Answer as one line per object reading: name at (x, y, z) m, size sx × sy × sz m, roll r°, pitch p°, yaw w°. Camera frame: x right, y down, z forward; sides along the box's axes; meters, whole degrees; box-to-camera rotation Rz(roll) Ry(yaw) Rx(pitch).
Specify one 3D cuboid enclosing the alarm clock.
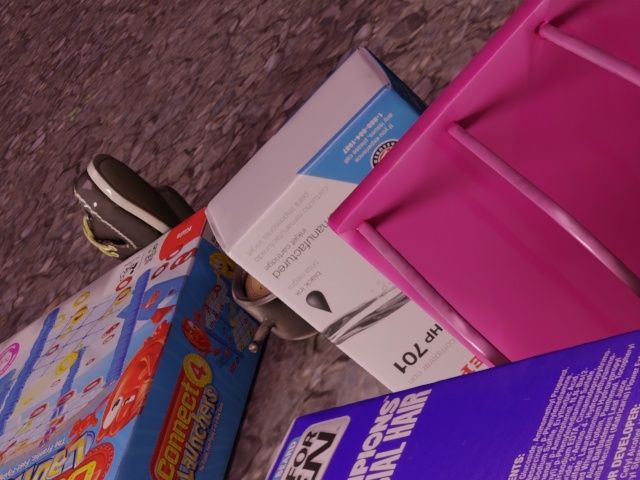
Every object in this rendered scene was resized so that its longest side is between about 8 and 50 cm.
alarm clock at (0.000, 0.000, 1.374) m, size 0.129 × 0.064 × 0.192 m, roll -37°, pitch 28°, yaw 27°

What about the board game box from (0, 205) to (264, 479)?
board game box at (-0.187, 0.160, 1.432) m, size 0.308 × 0.086 × 0.302 m, roll -32°, pitch 28°, yaw 35°

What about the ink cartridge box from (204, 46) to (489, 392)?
ink cartridge box at (0.049, 0.001, 1.120) m, size 0.139 × 0.190 × 0.082 m, roll -46°, pitch 24°, yaw 8°

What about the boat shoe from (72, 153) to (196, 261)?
boat shoe at (-0.155, -0.012, 1.537) m, size 0.068 × 0.081 × 0.228 m, roll -40°, pitch -17°, yaw 6°

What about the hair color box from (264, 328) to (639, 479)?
hair color box at (0.134, 0.136, 0.763) m, size 0.338 × 0.185 × 0.110 m, roll -21°, pitch 35°, yaw 47°

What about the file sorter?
file sorter at (0.193, -0.030, 0.896) m, size 0.291 × 0.202 × 0.182 m, roll -48°, pitch 24°, yaw 2°
